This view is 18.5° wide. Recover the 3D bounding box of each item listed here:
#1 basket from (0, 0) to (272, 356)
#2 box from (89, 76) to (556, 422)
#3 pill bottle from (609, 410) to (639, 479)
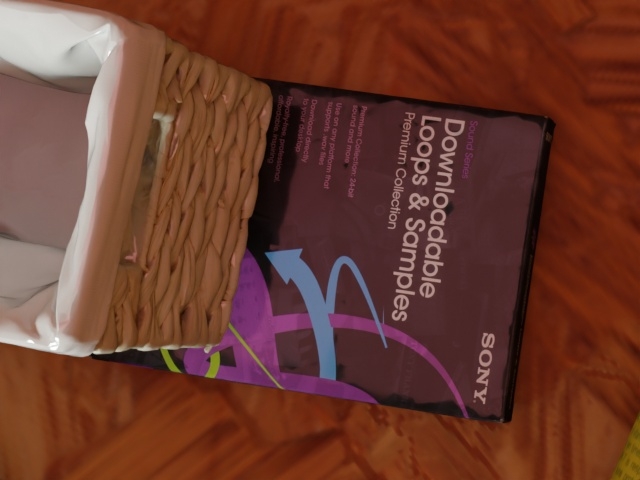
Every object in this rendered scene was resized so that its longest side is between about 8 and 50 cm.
[{"bbox_3d":[-0.112,-0.028,0.703,0.167,0.103,0.113,13,92,31],"label":"basket"},{"bbox_3d":[0.000,0.000,0.739,0.162,0.029,0.116,8,90,10],"label":"box"},{"bbox_3d":[0.165,0.072,0.658,0.119,0.119,0.208,23,93,11],"label":"pill bottle"}]
